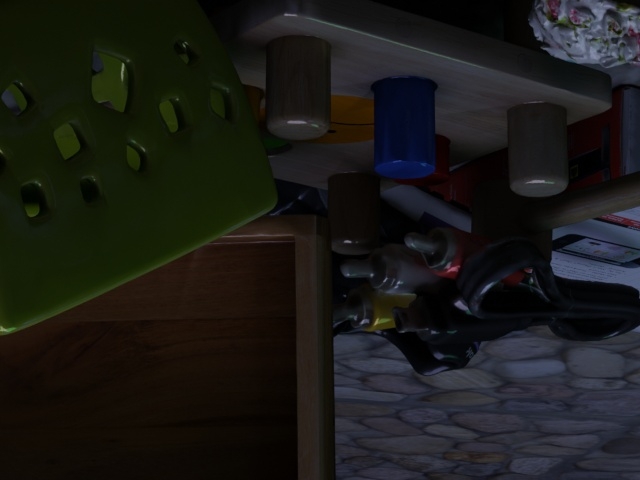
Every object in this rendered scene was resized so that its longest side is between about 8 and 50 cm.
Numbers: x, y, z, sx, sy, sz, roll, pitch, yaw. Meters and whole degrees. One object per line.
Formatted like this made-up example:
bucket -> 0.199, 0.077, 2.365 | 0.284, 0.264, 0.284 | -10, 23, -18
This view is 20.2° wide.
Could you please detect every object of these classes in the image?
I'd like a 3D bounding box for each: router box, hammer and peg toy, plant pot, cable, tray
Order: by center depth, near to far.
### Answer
plant pot -> -0.188, -0.081, 0.946 | 0.227, 0.207, 0.228 | 0, -162, 36
tray -> -0.198, 0.091, 1.140 | 0.410, 0.203, 0.076 | -1, 177, 8
hammer and peg toy -> 0.054, -0.080, 1.147 | 0.361, 0.127, 0.266 | 11, 162, -35
cable -> 0.140, 0.025, 1.237 | 0.287, 0.072, 0.139 | -2, 153, -44
router box -> 0.283, -0.005, 1.424 | 0.335, 0.082, 0.301 | 12, 161, -26

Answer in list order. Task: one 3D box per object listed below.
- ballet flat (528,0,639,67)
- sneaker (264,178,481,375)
ballet flat -> 0.234, -0.141, 0.998 | 0.241, 0.091, 0.077 | -4, 140, 12
sneaker -> 0.000, 0.000, 1.314 | 0.283, 0.124, 0.107 | 25, 154, -1
